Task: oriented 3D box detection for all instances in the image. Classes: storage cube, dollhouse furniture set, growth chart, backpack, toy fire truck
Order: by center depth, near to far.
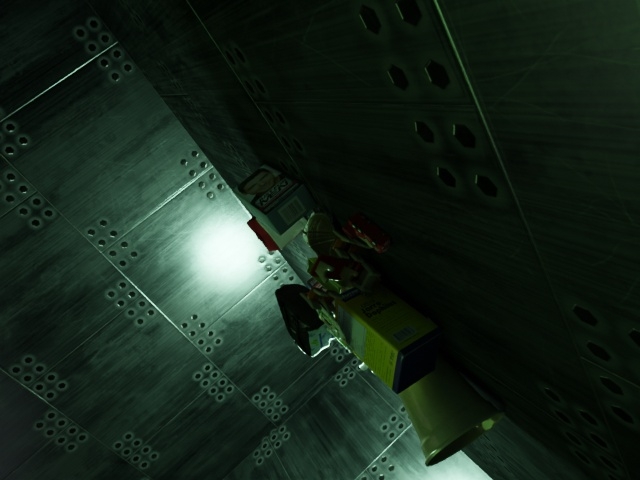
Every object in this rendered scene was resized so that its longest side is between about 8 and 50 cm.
[{"bbox_3d":[0.139,-0.018,1.456,0.192,0.047,0.135,42,168,30],"label":"toy fire truck"},{"bbox_3d":[0.072,0.104,1.658,0.259,0.262,0.135,15,-163,-43],"label":"dollhouse furniture set"},{"bbox_3d":[0.030,0.293,1.720,0.172,0.021,0.237,35,159,46],"label":"growth chart"},{"bbox_3d":[-0.195,-0.080,2.183,0.183,0.215,0.193,52,163,-10],"label":"storage cube"},{"bbox_3d":[-0.052,0.387,2.239,0.290,0.273,0.355,38,140,39],"label":"backpack"}]

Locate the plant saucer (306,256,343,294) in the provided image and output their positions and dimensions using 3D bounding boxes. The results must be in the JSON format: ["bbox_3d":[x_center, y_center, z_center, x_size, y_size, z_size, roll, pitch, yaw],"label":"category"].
[{"bbox_3d":[0.026,0.149,2.005,0.188,0.045,0.188,41,162,12],"label":"plant saucer"}]

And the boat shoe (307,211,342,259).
[{"bbox_3d":[0.025,0.001,1.805,0.098,0.109,0.302,-76,-26,-45],"label":"boat shoe"}]

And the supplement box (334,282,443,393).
[{"bbox_3d":[0.230,0.329,1.709,0.356,0.195,0.194,38,138,40],"label":"supplement box"}]

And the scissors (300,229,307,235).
[{"bbox_3d":[0.000,0.000,1.886,0.021,0.109,0.297,-5,146,31],"label":"scissors"}]

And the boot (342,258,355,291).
[{"bbox_3d":[0.104,0.161,2.110,0.262,0.095,0.203,37,165,34],"label":"boot"}]

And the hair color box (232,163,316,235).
[{"bbox_3d":[-0.192,-0.171,1.891,0.374,0.185,0.113,34,162,55],"label":"hair color box"}]

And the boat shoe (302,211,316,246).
[{"bbox_3d":[-0.026,-0.029,1.953,0.098,0.096,0.277,47,169,14],"label":"boat shoe"}]

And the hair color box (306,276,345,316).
[{"bbox_3d":[0.111,0.276,2.249,0.347,0.174,0.105,45,166,24],"label":"hair color box"}]

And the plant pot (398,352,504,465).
[{"bbox_3d":[0.441,0.598,1.762,0.305,0.334,0.334,56,175,35],"label":"plant pot"}]

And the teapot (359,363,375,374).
[{"bbox_3d":[0.305,0.548,2.237,0.253,0.187,0.256,20,149,29],"label":"teapot"}]

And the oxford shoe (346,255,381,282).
[{"bbox_3d":[0.157,0.123,1.807,0.076,0.076,0.212,57,166,-27],"label":"oxford shoe"}]
